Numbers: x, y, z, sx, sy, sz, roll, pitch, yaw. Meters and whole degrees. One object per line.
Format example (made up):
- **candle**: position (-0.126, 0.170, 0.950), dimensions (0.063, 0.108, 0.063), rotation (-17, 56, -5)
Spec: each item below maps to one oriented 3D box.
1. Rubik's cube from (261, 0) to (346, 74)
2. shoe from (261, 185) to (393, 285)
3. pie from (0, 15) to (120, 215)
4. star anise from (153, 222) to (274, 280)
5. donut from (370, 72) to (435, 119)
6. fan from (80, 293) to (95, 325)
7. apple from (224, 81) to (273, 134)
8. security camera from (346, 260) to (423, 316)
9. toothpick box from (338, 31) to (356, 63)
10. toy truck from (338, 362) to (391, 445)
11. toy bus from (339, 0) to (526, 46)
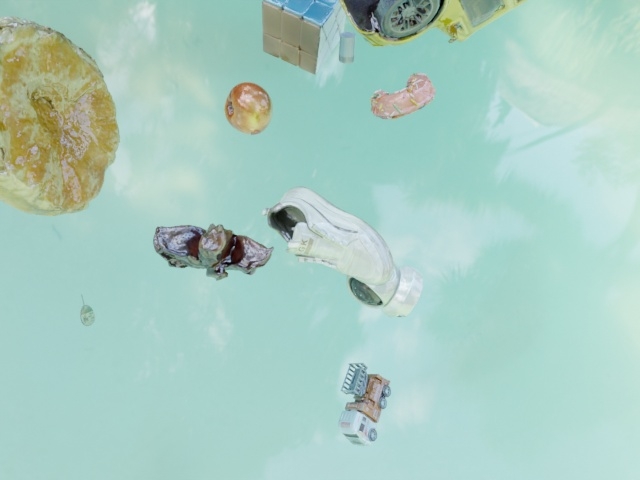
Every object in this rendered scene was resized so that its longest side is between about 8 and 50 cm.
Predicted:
- **Rubik's cube**: position (-0.051, -0.756, 1.650), dimensions (0.224, 0.221, 0.231), rotation (27, 64, 7)
- **shoe**: position (0.000, 0.000, 1.031), dimensions (0.316, 0.124, 0.159), rotation (36, 33, 24)
- **pie**: position (-0.458, -0.201, 0.816), dimensions (0.083, 0.340, 0.339), rotation (1, 43, 9)
- **star anise**: position (-0.210, 0.025, 0.918), dimensions (0.214, 0.220, 0.099), rotation (11, 77, -24)
- **donut**: position (0.289, -0.505, 1.681), dimensions (0.232, 0.085, 0.199), rotation (-27, 33, -1)
- **fan**: position (-0.591, 0.181, 1.207), dimensions (0.003, 0.080, 0.060), rotation (-14, 32, 5)
- **apple**: position (-0.280, -0.509, 1.866), dimensions (0.164, 0.209, 0.209), rotation (-5, 49, -36)
- **security camera**: position (0.203, 0.138, 1.620), dimensions (0.236, 0.194, 0.195), rotation (28, 42, -14)
- **toothpick box**: position (0.085, -0.613, 1.529), dimensions (0.052, 0.083, 0.052), rotation (1, 43, -1)
- **toy truck**: position (0.101, 0.417, 1.224), dimensions (0.115, 0.080, 0.178), rotation (43, 52, -26)
- **toy bus**: position (0.175, -0.301, 0.446), dimensions (0.151, 0.331, 0.145), rotation (13, 56, -59)
